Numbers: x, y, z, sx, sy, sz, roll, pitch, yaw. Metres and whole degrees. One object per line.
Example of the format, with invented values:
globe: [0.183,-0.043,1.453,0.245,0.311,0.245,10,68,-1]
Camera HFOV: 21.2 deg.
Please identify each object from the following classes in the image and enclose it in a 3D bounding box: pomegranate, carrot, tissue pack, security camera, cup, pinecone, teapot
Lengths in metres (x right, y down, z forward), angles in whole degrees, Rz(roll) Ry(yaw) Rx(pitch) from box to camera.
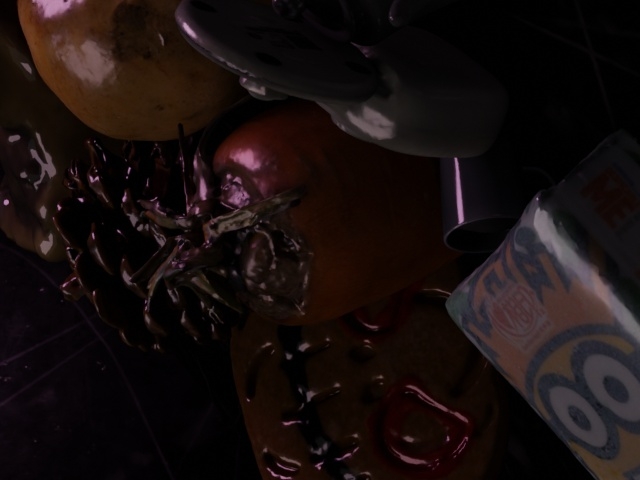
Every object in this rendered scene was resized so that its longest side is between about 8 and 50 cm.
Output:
pomegranate: [-0.145,-0.215,1.553,0.260,0.260,0.260,46,165,17]
carrot: [0.000,-0.035,1.500,0.193,0.331,0.214,12,122,52]
tissue pack: [0.259,0.096,1.293,0.311,0.128,0.228,49,153,8]
security camera: [0.012,-0.122,1.313,0.301,0.080,0.157,3,-150,-45]
cup: [0.149,-0.041,1.428,0.078,0.100,0.077,61,-158,-66]
pinecone: [-0.135,-0.004,1.677,0.243,0.257,0.244,171,90,-76]
teapot: [0.019,-0.214,1.266,0.239,0.149,0.162,33,158,48]

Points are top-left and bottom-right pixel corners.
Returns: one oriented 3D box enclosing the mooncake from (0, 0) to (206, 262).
mooncake: [-0.307,-0.191,1.806,0.394,0.393,0.246,18,-175,-34]

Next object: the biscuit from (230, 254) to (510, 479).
biscuit: [0.059,0.121,1.681,0.063,0.314,0.367,24,-134,-58]
